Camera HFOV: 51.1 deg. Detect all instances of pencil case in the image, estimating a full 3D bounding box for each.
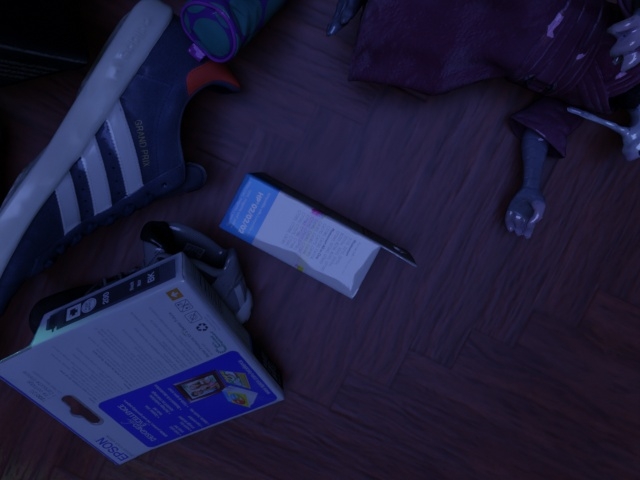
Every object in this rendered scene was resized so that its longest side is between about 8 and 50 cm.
[{"bbox_3d":[-0.067,-0.233,0.635,0.064,0.070,0.151,45,55,-15],"label":"pencil case"}]

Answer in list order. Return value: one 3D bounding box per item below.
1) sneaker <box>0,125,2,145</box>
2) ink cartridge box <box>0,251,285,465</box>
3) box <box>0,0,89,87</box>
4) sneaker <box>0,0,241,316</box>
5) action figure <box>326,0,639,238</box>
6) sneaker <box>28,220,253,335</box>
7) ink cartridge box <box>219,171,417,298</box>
[{"bbox_3d":[-0.384,0.007,0.702,0.112,0.131,0.296,7,76,38],"label":"sneaker"},{"bbox_3d":[-0.172,0.128,0.667,0.208,0.045,0.206,-24,130,8],"label":"ink cartridge box"},{"bbox_3d":[-0.493,-0.325,0.485,0.472,0.297,0.479,-10,96,10],"label":"box"},{"bbox_3d":[-0.203,-0.054,0.653,0.148,0.131,0.350,34,90,-25],"label":"sneaker"},{"bbox_3d":[0.203,-0.190,0.635,0.371,0.248,0.275,23,54,-12],"label":"action figure"},{"bbox_3d":[-0.186,0.034,0.669,0.229,0.086,0.132,-6,134,-5],"label":"sneaker"},{"bbox_3d":[0.000,0.000,0.670,0.181,0.104,0.061,28,97,0],"label":"ink cartridge box"}]
